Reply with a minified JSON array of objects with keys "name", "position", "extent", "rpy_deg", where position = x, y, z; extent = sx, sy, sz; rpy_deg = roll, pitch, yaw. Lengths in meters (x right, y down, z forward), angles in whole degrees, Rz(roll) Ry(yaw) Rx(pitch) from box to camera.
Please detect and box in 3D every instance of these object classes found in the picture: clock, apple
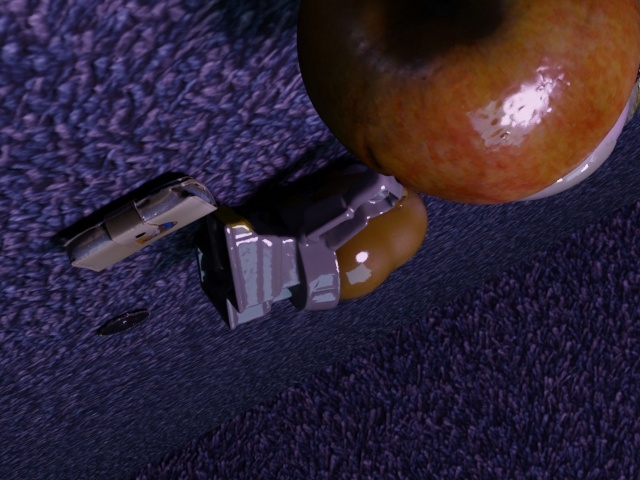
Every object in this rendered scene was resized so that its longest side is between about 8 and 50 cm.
[{"name":"clock","position":[-0.278,0.118,1.786],"extent":[0.083,0.010,0.074],"rpy_deg":[-12,160,-49]},{"name":"apple","position":[0.109,-0.158,0.958],"extent":[0.264,0.264,0.264],"rpy_deg":[-26,167,-6]}]

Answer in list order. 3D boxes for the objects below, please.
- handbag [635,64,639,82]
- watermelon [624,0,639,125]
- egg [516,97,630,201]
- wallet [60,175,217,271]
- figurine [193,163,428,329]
[{"name":"handbag","position":[0.194,-0.185,1.202],"extent":[0.215,0.169,0.155],"rpy_deg":[-15,162,-42]},{"name":"watermelon","position":[0.391,-0.244,1.571],"extent":[0.146,0.128,0.231],"rpy_deg":[-42,172,-24]},{"name":"egg","position":[0.262,-0.150,1.470],"extent":[0.217,0.183,0.183],"rpy_deg":[-38,168,-2]},{"name":"wallet","position":[-0.197,-0.019,1.349],"extent":[0.155,0.039,0.110],"rpy_deg":[-29,171,6]},{"name":"figurine","position":[0.000,0.001,1.554],"extent":[0.285,0.167,0.342],"rpy_deg":[-15,-175,-16]}]
